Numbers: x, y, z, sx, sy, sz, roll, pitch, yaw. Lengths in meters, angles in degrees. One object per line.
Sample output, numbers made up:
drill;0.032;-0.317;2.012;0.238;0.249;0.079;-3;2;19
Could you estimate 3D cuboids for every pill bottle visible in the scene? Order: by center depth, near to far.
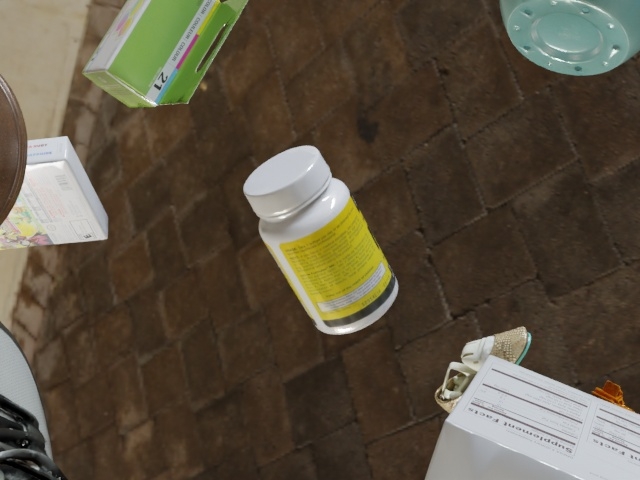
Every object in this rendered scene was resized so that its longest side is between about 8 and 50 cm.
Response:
pill bottle;0.000;0.000;1.054;0.119;0.208;0.119;-23;28;13

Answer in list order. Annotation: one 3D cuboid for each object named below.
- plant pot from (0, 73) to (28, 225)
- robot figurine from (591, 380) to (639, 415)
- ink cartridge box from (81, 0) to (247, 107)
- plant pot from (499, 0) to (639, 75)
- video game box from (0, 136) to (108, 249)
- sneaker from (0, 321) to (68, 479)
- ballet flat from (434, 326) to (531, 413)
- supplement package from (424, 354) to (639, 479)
plant pot;-0.301;-0.064;0.565;0.167;0.165;0.167;0;91;6
robot figurine;0.518;0.324;1.312;0.085;0.291;0.211;-54;34;-4
ink cartridge box;-0.220;-0.292;1.250;0.189;0.097;0.255;-61;28;-9
plant pot;0.406;-0.398;1.345;0.293;0.293;0.235;-1;59;47
video game box;-0.415;-0.060;1.236;0.205;0.187;0.048;84;178;-59
sneaker;-0.130;0.111;0.343;0.108;0.100;0.271;-47;35;14
ballet flat;0.217;0.182;1.232;0.206;0.067;0.073;-63;1;41
supplement package;0.180;0.269;0.743;0.204;0.145;0.262;21;111;18
